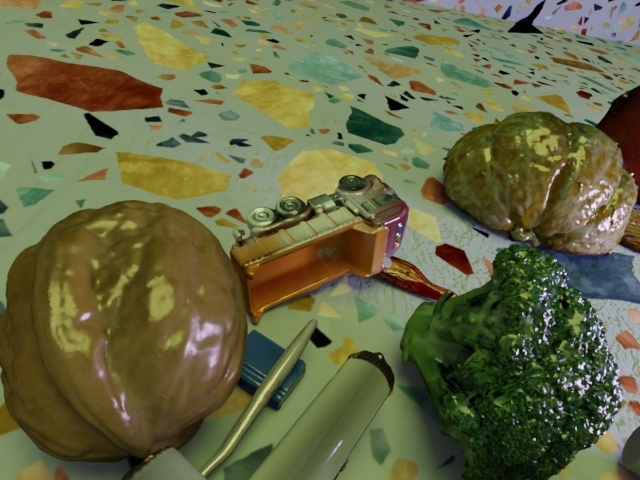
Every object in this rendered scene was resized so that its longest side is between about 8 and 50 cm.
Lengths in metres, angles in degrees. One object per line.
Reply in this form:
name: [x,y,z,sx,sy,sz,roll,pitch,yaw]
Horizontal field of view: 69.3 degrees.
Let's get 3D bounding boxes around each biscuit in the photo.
biscuit: [0.675,-0.029,0.986,0.229,0.031,0.176,16,41,2]

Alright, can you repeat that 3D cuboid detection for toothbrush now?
toothbrush: [-0.079,0.195,0.475,0.029,0.025,0.307,33,52,8]

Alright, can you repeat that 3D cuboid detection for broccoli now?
broccoli: [0.207,0.137,0.530,0.242,0.261,0.269,18,75,39]

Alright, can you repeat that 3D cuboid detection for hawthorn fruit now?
hawthorn fruit: [0.777,-0.217,1.064,0.295,0.295,0.311,-1,67,-18]

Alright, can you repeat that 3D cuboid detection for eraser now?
eraser: [-0.067,0.153,0.553,0.085,0.027,0.063,29,42,16]

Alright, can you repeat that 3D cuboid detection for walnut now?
walnut: [-0.184,0.088,0.457,0.224,0.257,0.257,-26,47,3]

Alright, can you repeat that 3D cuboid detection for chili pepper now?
chili pepper: [0.148,0.063,0.722,0.178,0.027,0.045,24,45,11]

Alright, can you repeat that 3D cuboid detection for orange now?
orange: [0.435,-0.136,0.904,0.369,0.210,0.271,20,43,9]

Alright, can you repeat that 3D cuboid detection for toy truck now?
toy truck: [0.000,0.000,0.664,0.270,0.114,0.135,-23,49,-24]

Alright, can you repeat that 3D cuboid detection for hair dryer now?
hair dryer: [-0.022,0.211,0.408,0.203,0.128,0.362,40,43,12]

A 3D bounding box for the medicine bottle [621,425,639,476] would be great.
medicine bottle: [0.431,0.276,0.526,0.140,0.079,0.079,32,43,19]
